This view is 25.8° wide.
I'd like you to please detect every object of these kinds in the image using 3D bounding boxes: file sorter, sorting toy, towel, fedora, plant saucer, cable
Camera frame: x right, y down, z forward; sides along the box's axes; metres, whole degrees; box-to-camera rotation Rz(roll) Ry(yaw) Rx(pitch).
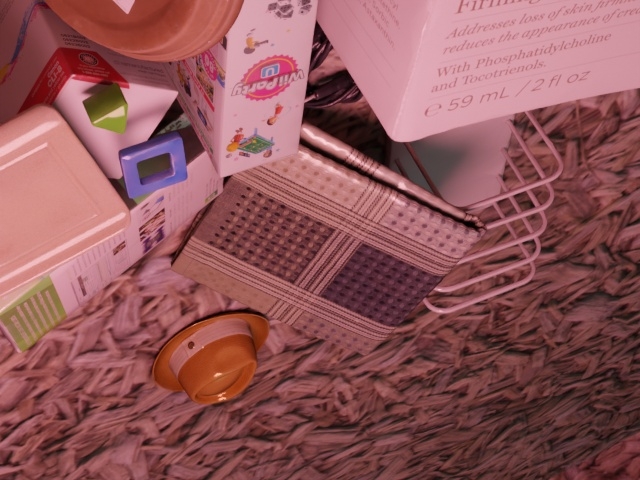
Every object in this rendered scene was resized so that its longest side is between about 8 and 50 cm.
[{"bbox_3d":[0.207,-0.051,1.929,0.193,0.173,0.277,-20,149,-13],"label":"file sorter"},{"bbox_3d":[-0.297,-0.037,1.325,0.348,0.047,0.196,-28,145,-1],"label":"sorting toy"},{"bbox_3d":[0.000,0.000,1.814,0.324,0.056,0.312,25,135,-14],"label":"towel"},{"bbox_3d":[-0.153,0.187,2.088,0.194,0.079,0.194,-21,148,-14],"label":"fedora"},{"bbox_3d":[-0.181,-0.276,1.198,0.041,0.278,0.278,-42,164,-42],"label":"plant saucer"},{"bbox_3d":[0.037,-0.219,1.665,0.184,0.047,0.150,-38,148,15],"label":"cable"}]

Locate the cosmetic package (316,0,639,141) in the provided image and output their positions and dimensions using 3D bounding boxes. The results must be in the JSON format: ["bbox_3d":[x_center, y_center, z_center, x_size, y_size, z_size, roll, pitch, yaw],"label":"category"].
[{"bbox_3d":[0.172,-0.361,1.288,0.329,0.327,0.393,-15,146,-21],"label":"cosmetic package"}]

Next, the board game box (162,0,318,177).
[{"bbox_3d":[-0.098,-0.244,1.349,0.098,0.224,0.303,-19,149,-20],"label":"board game box"}]

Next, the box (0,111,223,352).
[{"bbox_3d":[-0.245,-0.010,1.591,0.322,0.058,0.232,-41,172,-14],"label":"box"}]

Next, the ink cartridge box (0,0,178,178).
[{"bbox_3d":[-0.250,-0.170,1.384,0.128,0.176,0.127,4,135,-43],"label":"ink cartridge box"}]
